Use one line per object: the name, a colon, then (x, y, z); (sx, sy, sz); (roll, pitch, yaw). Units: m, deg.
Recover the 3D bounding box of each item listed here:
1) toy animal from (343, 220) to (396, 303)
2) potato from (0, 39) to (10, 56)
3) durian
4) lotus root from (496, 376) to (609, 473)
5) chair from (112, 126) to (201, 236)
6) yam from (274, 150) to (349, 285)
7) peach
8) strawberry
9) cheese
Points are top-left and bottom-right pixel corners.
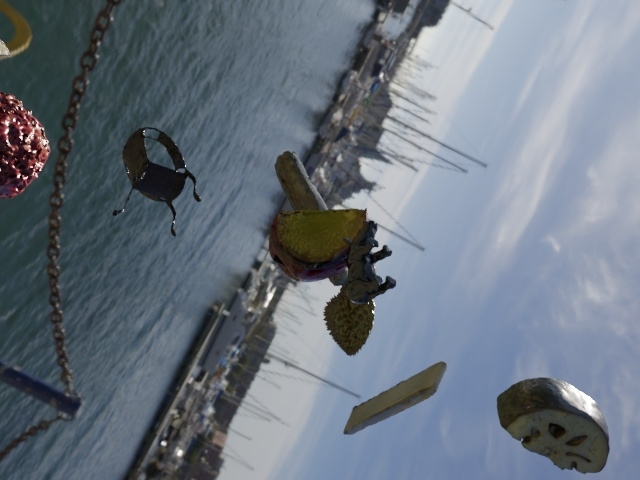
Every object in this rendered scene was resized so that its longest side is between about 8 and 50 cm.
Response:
toy animal: (0.059, 0.023, 0.763); (0.065, 0.047, 0.135); (-36, -140, 35)
potato: (-0.608, -0.352, 1.028); (0.093, 0.037, 0.036); (-35, 133, -67)
durian: (0.060, 0.153, 1.327); (0.146, 0.102, 0.208); (-49, -145, 34)
lotus root: (0.501, 0.383, 1.211); (0.119, 0.235, 0.138); (-53, 167, -72)
chair: (-0.373, -0.140, 1.283); (0.174, 0.149, 0.213); (-48, -138, 32)
yam: (-0.016, -0.049, 1.132); (0.067, 0.317, 0.071); (-35, 148, 14)
peach: (-0.001, 0.002, 0.941); (0.172, 0.127, 0.092); (-24, 153, -19)
strawberry: (-0.527, -0.156, 0.867); (0.184, 0.186, 0.201); (-27, 174, -1)
cheese: (0.164, 0.382, 1.352); (0.400, 0.034, 0.085); (-49, -173, 49)
